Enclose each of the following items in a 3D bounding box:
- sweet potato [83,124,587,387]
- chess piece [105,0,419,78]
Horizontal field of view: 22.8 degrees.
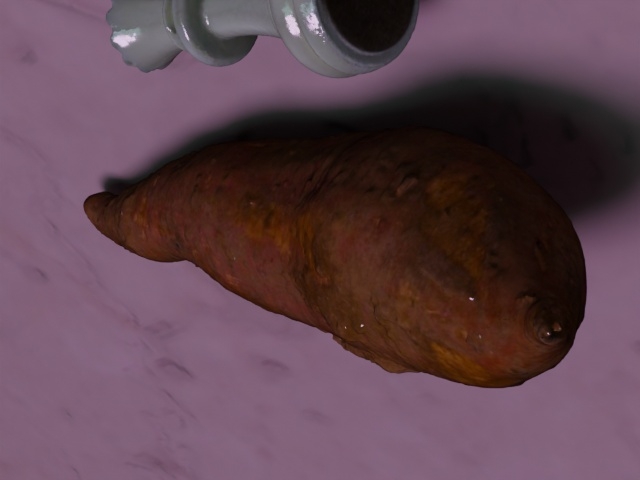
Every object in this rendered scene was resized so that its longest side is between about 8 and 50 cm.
[{"bbox_3d":[0.006,-0.002,0.440,0.226,0.068,0.068,14,140,53],"label":"sweet potato"},{"bbox_3d":[-0.022,-0.060,0.412,0.093,0.042,0.042,-1,129,43],"label":"chess piece"}]
